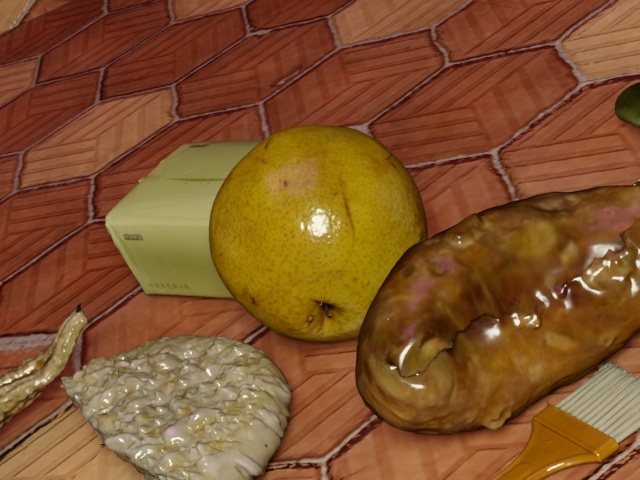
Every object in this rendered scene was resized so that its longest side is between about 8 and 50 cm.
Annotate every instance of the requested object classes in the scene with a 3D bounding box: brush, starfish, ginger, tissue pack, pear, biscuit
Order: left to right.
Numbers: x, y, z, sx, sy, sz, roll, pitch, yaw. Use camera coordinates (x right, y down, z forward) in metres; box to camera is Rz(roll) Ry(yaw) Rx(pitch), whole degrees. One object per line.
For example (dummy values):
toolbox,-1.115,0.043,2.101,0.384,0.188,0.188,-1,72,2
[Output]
starfish,-0.378,0.199,1.657,0.432,0.082,0.324,-11,29,47
biscuit,-0.114,0.158,1.509,0.179,0.084,0.281,-28,27,-16
tissue pack,-0.094,-0.024,1.783,0.234,0.125,0.159,1,36,45
pear,0.000,0.000,1.570,0.209,0.209,0.209,-21,25,10
brush,0.135,0.196,1.280,0.314,0.017,0.090,-35,27,-17
ginger,0.168,0.045,1.362,0.321,0.165,0.172,-29,4,-7

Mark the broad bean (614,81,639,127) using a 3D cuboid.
broad bean,0.376,-0.142,1.642,0.153,0.072,0.206,-19,24,-1
